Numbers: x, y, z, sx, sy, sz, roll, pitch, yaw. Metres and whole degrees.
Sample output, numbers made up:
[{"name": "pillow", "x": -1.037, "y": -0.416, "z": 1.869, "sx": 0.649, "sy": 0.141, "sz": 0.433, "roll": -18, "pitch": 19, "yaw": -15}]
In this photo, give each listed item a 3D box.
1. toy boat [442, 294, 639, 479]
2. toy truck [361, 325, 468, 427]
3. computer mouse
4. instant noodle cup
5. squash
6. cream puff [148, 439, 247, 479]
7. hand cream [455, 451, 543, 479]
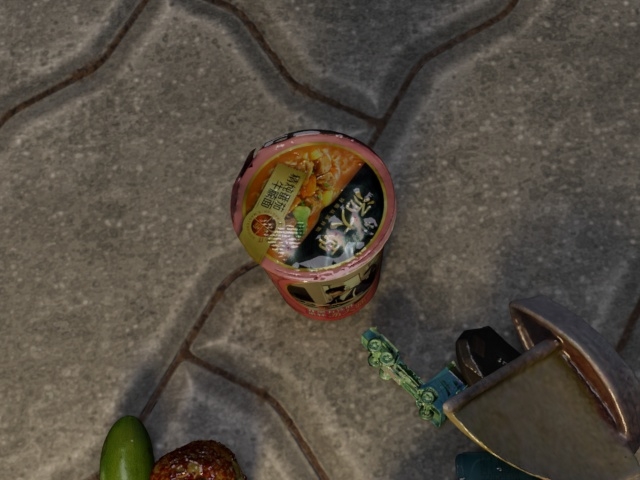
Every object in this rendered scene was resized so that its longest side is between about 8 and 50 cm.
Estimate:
[{"name": "toy boat", "x": 0.325, "y": 0.233, "z": 1.616, "sx": 0.276, "sy": 0.111, "sz": 0.293, "roll": 40, "pitch": 52, "yaw": 3}, {"name": "toy truck", "x": 0.138, "y": 0.187, "z": 1.725, "sx": 0.081, "sy": 0.067, "sz": 0.175, "roll": -38, "pitch": 65, "yaw": -18}, {"name": "computer mouse", "x": 0.254, "y": 0.192, "z": 1.694, "sx": 0.172, "sy": 0.057, "sz": 0.099, "roll": 34, "pitch": 40, "yaw": -19}, {"name": "instant noodle cup", "x": 0.000, "y": 0.000, "z": 1.712, "sx": 0.244, "sy": 0.255, "sz": 0.244, "roll": -2, "pitch": 64, "yaw": 4}, {"name": "squash", "x": -0.267, "y": 0.391, "z": 1.650, "sx": 0.082, "sy": 0.082, "sz": 0.292, "roll": -10, "pitch": 66, "yaw": 0}, {"name": "cream puff", "x": -0.164, "y": 0.345, "z": 1.642, "sx": 0.149, "sy": 0.084, "sz": 0.149, "roll": 10, "pitch": 67, "yaw": -25}, {"name": "hand cream", "x": 0.304, "y": 0.334, "z": 1.658, "sx": 0.224, "sy": 0.048, "sz": 0.083, "roll": -5, "pitch": 65, "yaw": 9}]
